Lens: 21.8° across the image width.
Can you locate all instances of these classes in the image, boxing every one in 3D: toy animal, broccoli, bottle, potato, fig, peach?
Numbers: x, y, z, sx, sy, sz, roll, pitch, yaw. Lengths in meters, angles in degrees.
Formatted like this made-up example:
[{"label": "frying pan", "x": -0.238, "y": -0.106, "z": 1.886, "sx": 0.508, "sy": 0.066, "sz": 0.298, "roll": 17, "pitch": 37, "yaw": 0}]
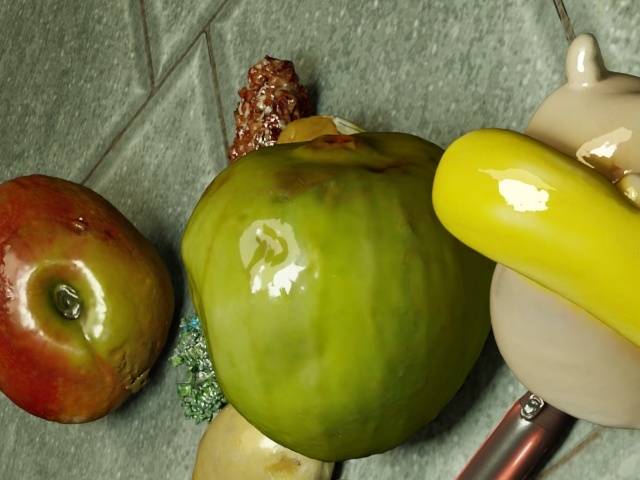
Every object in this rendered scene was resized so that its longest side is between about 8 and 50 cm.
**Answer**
[{"label": "toy animal", "x": 0.283, "y": -0.001, "z": 1.431, "sx": 0.278, "sy": 0.345, "sz": 0.247, "roll": 13, "pitch": 52, "yaw": 39}, {"label": "broccoli", "x": -0.107, "y": 0.148, "z": 2.042, "sx": 0.160, "sy": 0.155, "sz": 0.167, "roll": 81, "pitch": -174, "yaw": -61}, {"label": "bottle", "x": 0.185, "y": 0.201, "z": 1.601, "sx": 0.164, "sy": 0.060, "sz": 0.060, "roll": -56, "pitch": 35, "yaw": 24}, {"label": "potato", "x": -0.074, "y": 0.256, "z": 1.921, "sx": 0.234, "sy": 0.146, "sz": 0.150, "roll": -41, "pitch": 14, "yaw": 41}, {"label": "fig", "x": 0.025, "y": 0.062, "z": 1.694, "sx": 0.343, "sy": 0.343, "sz": 0.343, "roll": -32, "pitch": 49, "yaw": 47}, {"label": "peach", "x": -0.362, "y": 0.081, "z": 2.305, "sx": 0.290, "sy": 0.372, "sz": 0.373, "roll": -42, "pitch": 29, "yaw": -13}]

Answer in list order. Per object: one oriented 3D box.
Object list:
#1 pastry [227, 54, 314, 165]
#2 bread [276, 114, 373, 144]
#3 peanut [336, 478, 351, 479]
[{"label": "pastry", "x": -0.062, "y": -0.126, "z": 2.116, "sx": 0.115, "sy": 0.097, "sz": 0.208, "roll": -8, "pitch": 69, "yaw": 37}, {"label": "bread", "x": 0.000, "y": 0.000, "z": 1.941, "sx": 0.152, "sy": 0.119, "sz": 0.288, "roll": -15, "pitch": 63, "yaw": 58}, {"label": "peanut", "x": -0.019, "y": 0.326, "z": 1.736, "sx": 0.233, "sy": 0.197, "sz": 0.110, "roll": -53, "pitch": 52, "yaw": 26}]
